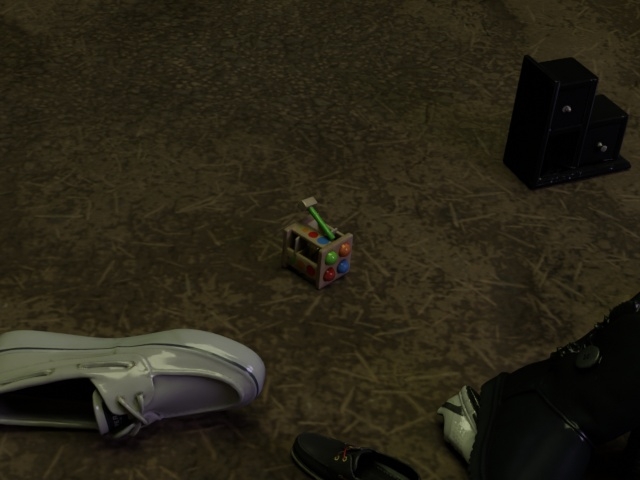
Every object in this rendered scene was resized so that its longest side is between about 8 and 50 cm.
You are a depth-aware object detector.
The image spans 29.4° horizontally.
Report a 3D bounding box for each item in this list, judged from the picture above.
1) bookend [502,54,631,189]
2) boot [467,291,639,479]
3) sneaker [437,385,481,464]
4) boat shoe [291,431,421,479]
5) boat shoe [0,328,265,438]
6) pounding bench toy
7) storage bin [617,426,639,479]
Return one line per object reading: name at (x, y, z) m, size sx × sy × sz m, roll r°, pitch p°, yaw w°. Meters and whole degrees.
bookend at (0.326, -0.159, 1.540) m, size 0.157 × 0.156 × 0.072 m, roll -12°, pitch 39°, yaw -23°
boot at (0.236, 0.158, 1.059) m, size 0.094 × 0.207 × 0.246 m, roll 45°, pitch 28°, yaw -18°
sneaker at (0.142, 0.192, 1.148) m, size 0.043 × 0.040 × 0.109 m, roll -34°, pitch 45°, yaw 20°
boat shoe at (0.033, 0.204, 1.108) m, size 0.133 × 0.042 × 0.049 m, roll 23°, pitch 42°, yaw 24°
boat shoe at (-0.187, 0.138, 1.123) m, size 0.267 × 0.096 × 0.088 m, roll 5°, pitch 40°, yaw 1°
pounding bench toy at (0.000, 0.000, 1.341) m, size 0.065 × 0.083 × 0.052 m, roll 31°, pitch 43°, yaw 31°
storage bin at (0.379, 0.182, 1.148) m, size 0.122 × 0.084 × 0.180 m, roll 32°, pitch 44°, yaw 30°
